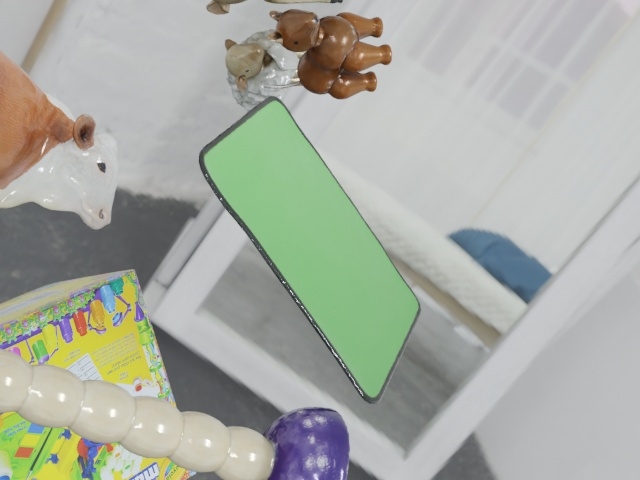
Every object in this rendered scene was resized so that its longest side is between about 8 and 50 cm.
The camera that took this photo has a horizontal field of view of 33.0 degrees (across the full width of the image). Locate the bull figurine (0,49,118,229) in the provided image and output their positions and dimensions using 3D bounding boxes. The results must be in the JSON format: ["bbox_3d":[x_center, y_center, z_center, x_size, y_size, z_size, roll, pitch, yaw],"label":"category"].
[{"bbox_3d":[-0.299,-0.105,0.837,0.188,0.101,0.310,-45,106,-27],"label":"bull figurine"}]

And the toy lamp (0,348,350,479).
[{"bbox_3d":[-0.117,0.074,0.494,0.274,0.080,0.080,21,37,-24],"label":"toy lamp"}]

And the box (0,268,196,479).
[{"bbox_3d":[-0.335,0.216,1.288,0.290,0.177,0.279,-26,103,-54],"label":"box"}]

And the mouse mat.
[{"bbox_3d":[0.000,0.000,0.703,0.190,0.007,0.152,54,26,-8],"label":"mouse mat"}]

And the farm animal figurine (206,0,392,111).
[{"bbox_3d":[-0.059,-0.291,1.017,0.172,0.330,0.327,-6,5,-18],"label":"farm animal figurine"}]
